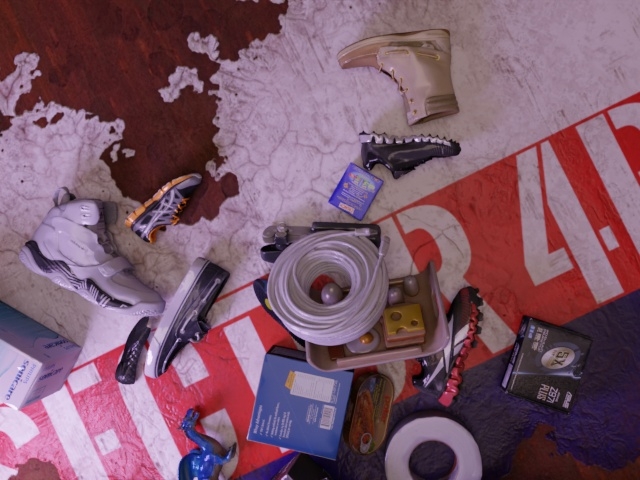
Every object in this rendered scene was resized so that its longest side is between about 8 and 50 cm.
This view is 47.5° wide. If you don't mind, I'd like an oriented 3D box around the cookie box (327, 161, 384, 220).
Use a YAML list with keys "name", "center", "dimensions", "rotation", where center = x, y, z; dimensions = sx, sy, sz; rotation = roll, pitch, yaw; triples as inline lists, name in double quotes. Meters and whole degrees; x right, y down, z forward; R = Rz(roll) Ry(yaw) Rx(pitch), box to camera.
- name: "cookie box"
  center: [0.081, -0.112, 1.682]
  dimensions: [0.091, 0.040, 0.107]
  rotation: [31, 92, 4]

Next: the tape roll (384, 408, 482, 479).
- name: "tape roll"
  center: [0.254, 0.500, 1.650]
  dimensions: [0.219, 0.072, 0.219]
  rotation: [0, 90, 4]

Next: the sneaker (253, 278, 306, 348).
- name: "sneaker"
  center: [-0.067, 0.156, 1.688]
  dimensions: [0.209, 0.069, 0.082]
  rotation: [43, 60, 12]

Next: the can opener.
- name: "can opener"
  center: [0.000, 0.000, 1.682]
  dimensions: [0.280, 0.074, 0.093]
  rotation: [-2, 124, 6]

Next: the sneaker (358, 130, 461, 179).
- name: "sneaker"
  center: [0.201, -0.190, 1.659]
  dimensions: [0.234, 0.078, 0.106]
  rotation: [5, 93, 8]

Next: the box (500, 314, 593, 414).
- name: "box"
  center: [0.505, 0.276, 1.629]
  dimensions: [0.147, 0.077, 0.180]
  rotation: [19, 91, 4]

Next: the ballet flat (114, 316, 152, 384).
- name: "ballet flat"
  center: [-0.436, 0.259, 1.722]
  dimensions: [0.049, 0.057, 0.173]
  rotation: [22, 93, -37]

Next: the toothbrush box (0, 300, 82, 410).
- name: "toothbrush box"
  center: [-0.731, 0.241, 1.653]
  dimensions: [0.295, 0.216, 0.126]
  rotation: [28, 92, 3]

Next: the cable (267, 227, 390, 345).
- name: "cable"
  center: [0.018, 0.096, 1.552]
  dimensions: [0.257, 0.089, 0.257]
  rotation: [3, 61, 12]

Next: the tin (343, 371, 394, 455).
- name: "tin"
  center: [0.110, 0.393, 1.655]
  dimensions: [0.106, 0.040, 0.190]
  rotation: [12, 90, -28]

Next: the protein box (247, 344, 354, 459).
- name: "protein box"
  center: [-0.040, 0.360, 1.640]
  dimensions: [0.201, 0.136, 0.200]
  rotation: [12, 91, 4]

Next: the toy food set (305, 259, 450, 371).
- name: "toy food set"
  center: [0.115, 0.154, 1.592]
  dimensions: [0.306, 0.092, 0.220]
  rotation: [-10, 47, 5]

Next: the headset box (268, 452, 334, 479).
- name: "headset box"
  center: [-0.050, 0.625, 1.607]
  dimensions: [0.218, 0.110, 0.293]
  rotation: [45, 113, 3]

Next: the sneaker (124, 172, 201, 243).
- name: "sneaker"
  center: [-0.354, -0.079, 1.698]
  dimensions: [0.215, 0.084, 0.083]
  rotation: [-39, 89, 13]

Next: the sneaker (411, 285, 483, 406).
- name: "sneaker"
  center: [0.279, 0.229, 1.636]
  dimensions: [0.135, 0.097, 0.276]
  rotation: [16, 92, 2]

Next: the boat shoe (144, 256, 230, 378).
- name: "boat shoe"
  center: [-0.304, 0.192, 1.682]
  dimensions: [0.102, 0.108, 0.301]
  rotation: [26, 84, 5]

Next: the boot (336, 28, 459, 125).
- name: "boot"
  center: [0.177, -0.360, 1.653]
  dimensions: [0.261, 0.095, 0.204]
  rotation: [-8, 90, 0]

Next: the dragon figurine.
- name: "dragon figurine"
  center: [-0.278, 0.532, 1.682]
  dimensions: [0.144, 0.085, 0.289]
  rotation: [7, 90, 4]

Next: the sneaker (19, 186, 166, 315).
- name: "sneaker"
  center: [-0.500, 0.026, 1.674]
  dimensions: [0.365, 0.137, 0.210]
  rotation: [24, 94, 7]
